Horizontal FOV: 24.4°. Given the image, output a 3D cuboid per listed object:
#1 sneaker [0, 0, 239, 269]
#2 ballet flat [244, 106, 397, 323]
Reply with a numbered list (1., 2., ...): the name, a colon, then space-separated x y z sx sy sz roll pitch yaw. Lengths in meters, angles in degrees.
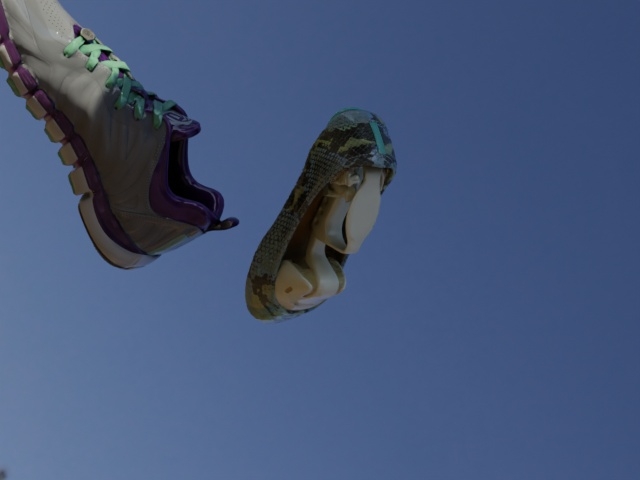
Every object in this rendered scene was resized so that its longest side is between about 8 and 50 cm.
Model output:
1. sneaker: -0.133 -0.094 0.968 0.098 0.083 0.223 -18 -71 21
2. ballet flat: 0.000 0.000 0.999 0.070 0.070 0.188 46 -49 31
